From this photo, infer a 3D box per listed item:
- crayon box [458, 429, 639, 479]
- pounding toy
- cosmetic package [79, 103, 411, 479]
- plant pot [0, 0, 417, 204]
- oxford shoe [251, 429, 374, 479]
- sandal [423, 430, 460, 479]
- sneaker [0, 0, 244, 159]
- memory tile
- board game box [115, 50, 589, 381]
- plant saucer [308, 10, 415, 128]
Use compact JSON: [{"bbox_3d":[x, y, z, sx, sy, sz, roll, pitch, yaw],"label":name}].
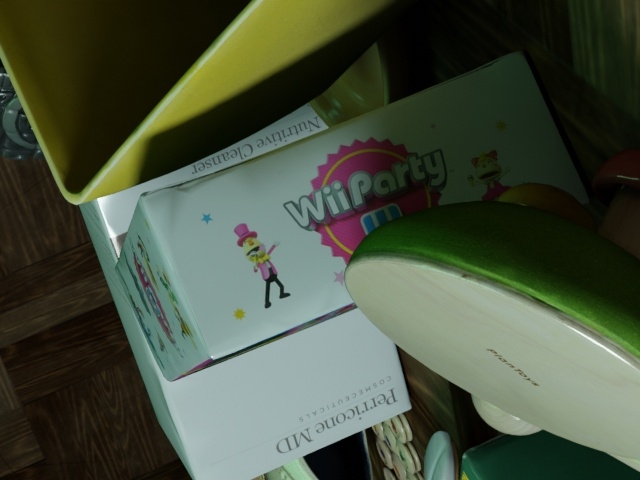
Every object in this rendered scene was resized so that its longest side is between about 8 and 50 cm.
[{"bbox_3d":[0.193,0.319,0.917,0.363,0.106,0.313,88,156,-56],"label":"crayon box"},{"bbox_3d":[0.127,0.026,0.704,0.183,0.110,0.237,18,161,36],"label":"pounding toy"},{"bbox_3d":[-0.080,0.002,1.259,0.156,0.217,0.384,43,155,61],"label":"cosmetic package"},{"bbox_3d":[-0.057,-0.169,0.819,0.212,0.187,0.212,-41,68,42],"label":"plant pot"},{"bbox_3d":[-0.027,0.120,1.499,0.146,0.141,0.396,-41,65,51],"label":"oxford shoe"},{"bbox_3d":[0.123,0.267,1.187,0.102,0.076,0.265,-88,-4,-62],"label":"sandal"},{"bbox_3d":[-0.138,-0.132,0.937,0.109,0.286,0.130,-41,63,51],"label":"sneaker"},{"bbox_3d":[0.075,0.209,1.434,0.113,0.012,0.148,43,154,61],"label":"memory tile"},{"bbox_3d":[0.000,0.000,0.895,0.303,0.224,0.097,135,112,-77],"label":"board game box"},{"bbox_3d":[0.008,-0.161,0.982,0.200,0.037,0.200,56,161,31],"label":"plant saucer"}]
